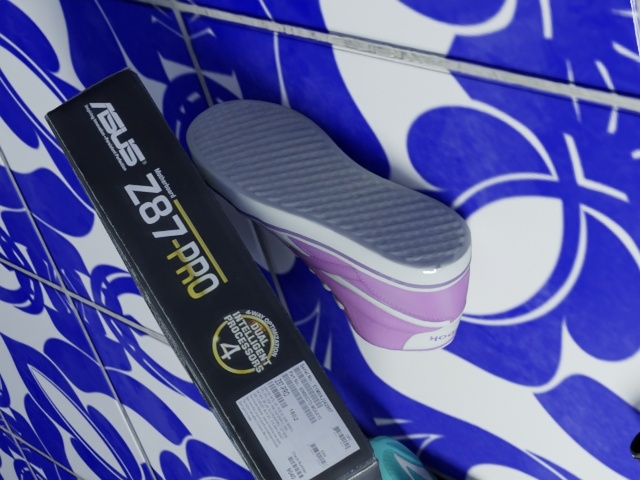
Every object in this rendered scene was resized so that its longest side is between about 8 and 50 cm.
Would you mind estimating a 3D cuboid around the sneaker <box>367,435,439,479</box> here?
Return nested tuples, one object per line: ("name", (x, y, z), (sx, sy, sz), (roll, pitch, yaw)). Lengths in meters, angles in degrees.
("sneaker", (0.144, 0.283, 1.339), (0.275, 0.107, 0.110), (44, 131, 6))

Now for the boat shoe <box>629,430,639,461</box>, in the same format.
("boat shoe", (0.265, 0.141, 1.017), (0.042, 0.049, 0.133), (39, 155, 5))

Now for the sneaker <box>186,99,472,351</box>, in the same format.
("sneaker", (0.000, 0.001, 1.185), (0.282, 0.102, 0.161), (35, 151, 27))

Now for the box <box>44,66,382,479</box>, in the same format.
("box", (-0.080, 0.084, 1.220), (0.395, 0.097, 0.318), (56, 171, 21))
